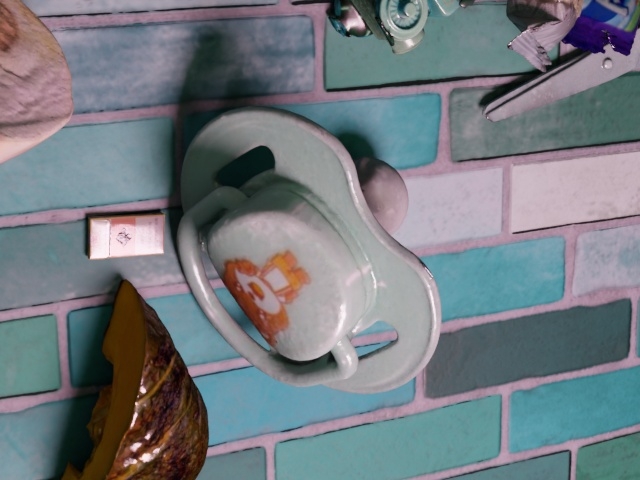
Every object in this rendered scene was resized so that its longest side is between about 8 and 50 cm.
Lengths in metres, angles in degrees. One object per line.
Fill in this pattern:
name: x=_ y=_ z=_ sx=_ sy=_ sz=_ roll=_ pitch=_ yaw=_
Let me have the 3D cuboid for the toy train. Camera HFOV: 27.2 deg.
toy train: x=0.073 y=-0.311 z=1.424 sx=0.163 sy=0.112 sz=0.203 roll=-45 pitch=119 yaw=-17

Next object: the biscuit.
biscuit: x=0.265 y=-0.345 z=1.444 sx=0.079 sy=0.186 sz=0.309 roll=12 pitch=93 yaw=16

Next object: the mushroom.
mushroom: x=-0.354 y=-0.149 z=1.249 sx=0.162 sy=0.173 sz=0.236 roll=-34 pitch=78 yaw=25

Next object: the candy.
candy: x=0.346 y=-0.361 z=1.568 sx=0.145 sy=0.070 sz=0.275 roll=11 pitch=94 yaw=-27

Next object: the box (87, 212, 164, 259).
box: x=-0.208 y=-0.005 z=1.413 sx=0.083 sy=0.012 sz=0.046 roll=-4 pitch=107 yaw=-28

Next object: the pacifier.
pacifier: x=0.000 y=0.000 z=1.430 sx=0.343 sy=0.288 sz=0.269 roll=59 pitch=40 yaw=-6

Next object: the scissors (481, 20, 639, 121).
scissors: x=0.385 y=-0.235 z=1.646 sx=0.447 sy=0.029 sz=0.193 roll=-24 pitch=113 yaw=-20

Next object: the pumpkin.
pumpkin: x=-0.167 y=0.199 z=1.436 sx=0.163 sy=0.111 sz=0.279 roll=13 pitch=96 yaw=-34
